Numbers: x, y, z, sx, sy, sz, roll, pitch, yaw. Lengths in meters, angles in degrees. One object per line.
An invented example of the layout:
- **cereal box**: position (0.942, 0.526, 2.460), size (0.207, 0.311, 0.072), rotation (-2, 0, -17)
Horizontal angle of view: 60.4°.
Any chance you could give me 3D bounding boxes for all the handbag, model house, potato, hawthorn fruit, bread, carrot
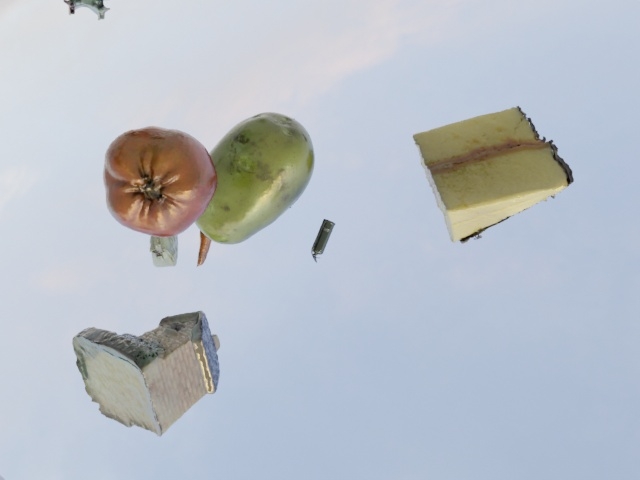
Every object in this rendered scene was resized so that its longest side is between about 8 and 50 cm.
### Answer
- **handbag**: position (-0.482, -0.057, 1.678), size (0.079, 0.219, 0.256), rotation (-3, -115, -9)
- **model house**: position (-0.402, 0.293, 1.361), size (0.299, 0.243, 0.284), rotation (6, -158, 36)
- **potato**: position (-0.146, -0.132, 1.157), size (0.304, 0.216, 0.215), rotation (-37, -132, 8)
- **hawthorn fruit**: position (-0.252, -0.098, 0.868), size (0.189, 0.189, 0.189), rotation (-16, -128, 22)
- **bread**: position (0.465, -0.189, 1.532), size (0.405, 0.242, 0.345), rotation (-16, -121, 24)
- **carrot**: position (-0.362, -0.022, 1.761), size (0.057, 0.057, 0.224), rotation (14, -87, 37)

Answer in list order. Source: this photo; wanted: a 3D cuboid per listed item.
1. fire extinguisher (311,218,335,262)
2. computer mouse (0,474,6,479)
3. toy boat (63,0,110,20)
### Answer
- **fire extinguisher**: position (0.000, 0.000, 1.054), size (0.025, 0.038, 0.083), rotation (18, -97, 36)
- **computer mouse**: position (-0.679, 0.470, 1.024), size (0.297, 0.184, 0.121), rotation (20, -132, 16)
- **toy boat**: position (-0.394, -0.471, 0.984), size (0.299, 0.134, 0.092), rotation (12, -77, 59)
